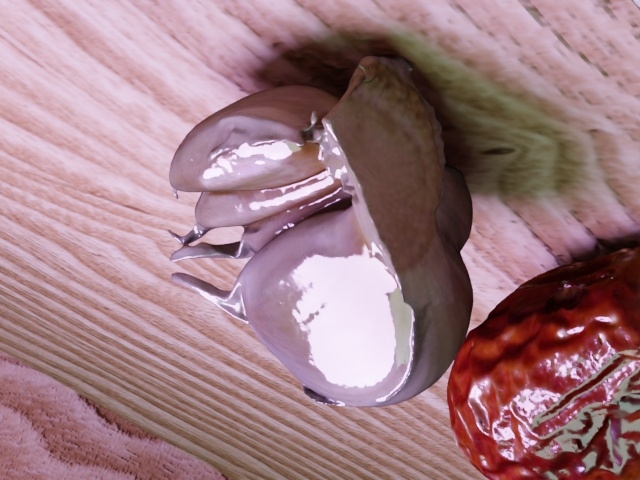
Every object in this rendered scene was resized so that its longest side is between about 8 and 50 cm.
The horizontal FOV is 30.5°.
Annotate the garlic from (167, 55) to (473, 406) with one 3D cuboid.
[{"bbox_3d":[0.000,0.000,0.876,0.237,0.210,0.292,22,151,-18],"label":"garlic"}]

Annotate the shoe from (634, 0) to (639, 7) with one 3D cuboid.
[{"bbox_3d":[0.093,-0.176,0.460,0.160,0.132,0.363,2,147,41],"label":"shoe"}]

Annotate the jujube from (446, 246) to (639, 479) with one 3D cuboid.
[{"bbox_3d":[0.216,0.110,0.957,0.197,0.197,0.290,26,144,-10],"label":"jujube"}]
